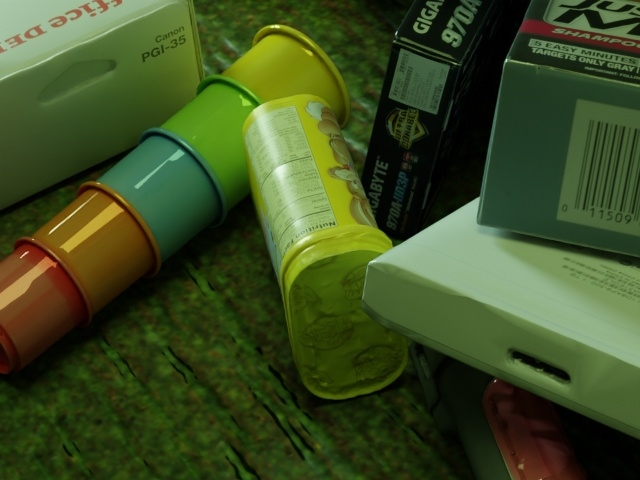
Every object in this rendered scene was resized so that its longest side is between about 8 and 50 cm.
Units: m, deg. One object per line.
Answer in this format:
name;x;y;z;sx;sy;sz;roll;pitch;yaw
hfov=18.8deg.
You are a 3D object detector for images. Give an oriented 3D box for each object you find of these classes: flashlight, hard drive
flashlight;0.139;0.135;1.117;0.103;0.103;0.304;-3;42;-13
hard drive;0.217;0.012;1.189;0.233;0.047;0.353;23;30;27

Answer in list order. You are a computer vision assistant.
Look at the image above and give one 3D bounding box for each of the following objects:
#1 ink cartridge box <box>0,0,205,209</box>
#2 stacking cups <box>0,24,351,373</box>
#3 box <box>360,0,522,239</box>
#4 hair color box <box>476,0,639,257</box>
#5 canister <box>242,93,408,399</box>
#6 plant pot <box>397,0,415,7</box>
ink cartridge box;-0.245;-0.166;1.470;0.207;0.117;0.283;-27;46;-20
stacking cups;-0.114;-0.030;1.326;0.096;0.096;0.316;28;53;31
box;0.094;-0.134;1.349;0.051;0.175;0.220;22;49;8
hair color box;0.227;-0.113;1.261;0.185;0.114;0.374;12;26;9
canister;0.000;0.000;1.260;0.073;0.126;0.170;-13;42;-5
plant pot;0.091;-0.336;1.529;0.274;0.275;0.294;-8;58;-1
